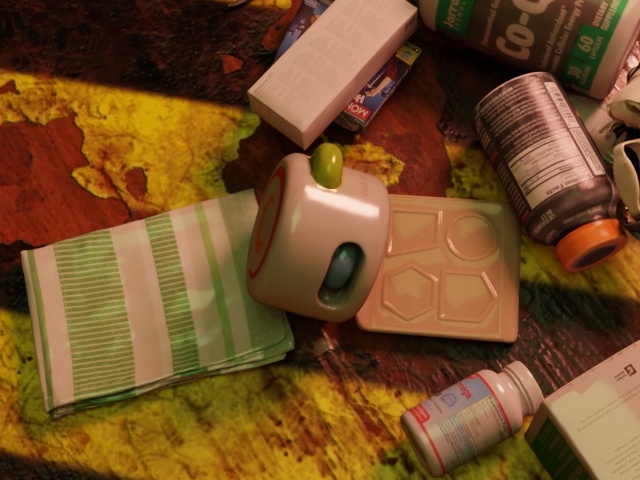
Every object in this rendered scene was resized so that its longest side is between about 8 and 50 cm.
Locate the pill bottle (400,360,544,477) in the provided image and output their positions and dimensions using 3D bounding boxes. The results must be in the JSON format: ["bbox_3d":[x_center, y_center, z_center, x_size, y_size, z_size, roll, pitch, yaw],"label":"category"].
[{"bbox_3d":[0.183,0.210,1.261,0.160,0.087,0.087,-27,68,-8],"label":"pill bottle"}]

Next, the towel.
[{"bbox_3d":[-0.216,0.078,1.370,0.325,0.038,0.248,-15,67,-2],"label":"towel"}]

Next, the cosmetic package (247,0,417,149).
[{"bbox_3d":[0.018,-0.241,1.408,0.099,0.060,0.239,38,75,15],"label":"cosmetic package"}]

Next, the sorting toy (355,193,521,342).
[{"bbox_3d":[0.155,0.035,1.367,0.208,0.038,0.193,6,68,1],"label":"sorting toy"}]

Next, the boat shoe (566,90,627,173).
[{"bbox_3d":[0.400,-0.131,1.393,0.083,0.076,0.226,-42,71,-13],"label":"boat shoe"}]

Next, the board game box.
[{"bbox_3d":[0.008,-0.228,1.469,0.194,0.060,0.194,33,75,15],"label":"board game box"}]

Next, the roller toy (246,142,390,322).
[{"bbox_3d":[0.000,0.000,1.296,0.146,0.209,0.191,16,70,-14],"label":"roller toy"}]

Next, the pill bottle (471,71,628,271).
[{"bbox_3d":[0.299,-0.083,1.352,0.130,0.130,0.245,-21,68,-5],"label":"pill bottle"}]

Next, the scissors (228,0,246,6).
[{"bbox_3d":[-0.006,-0.425,1.576,0.297,0.021,0.109,-16,70,-2],"label":"scissors"}]

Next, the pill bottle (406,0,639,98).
[{"bbox_3d":[0.260,-0.350,1.425,0.361,0.204,0.204,25,71,14],"label":"pill bottle"}]

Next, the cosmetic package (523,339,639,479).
[{"bbox_3d":[0.396,0.310,1.149,0.155,0.197,0.365,-29,67,-8],"label":"cosmetic package"}]

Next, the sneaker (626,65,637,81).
[{"bbox_3d":[0.528,-0.204,1.431,0.224,0.083,0.098,-10,96,-4],"label":"sneaker"}]

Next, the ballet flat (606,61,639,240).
[{"bbox_3d":[0.406,-0.130,1.292,0.096,0.095,0.280,10,71,-25],"label":"ballet flat"}]
